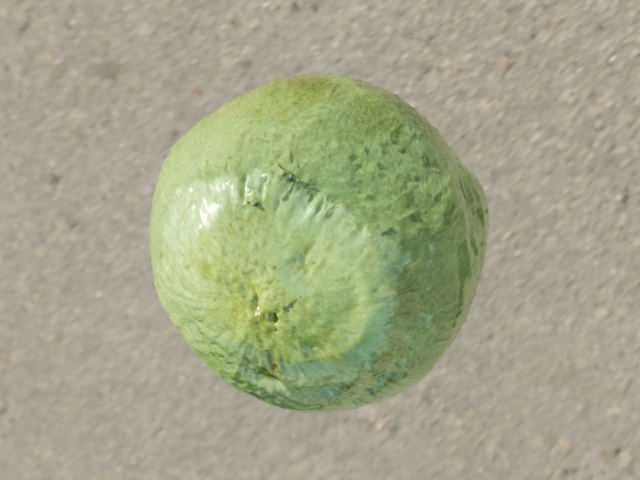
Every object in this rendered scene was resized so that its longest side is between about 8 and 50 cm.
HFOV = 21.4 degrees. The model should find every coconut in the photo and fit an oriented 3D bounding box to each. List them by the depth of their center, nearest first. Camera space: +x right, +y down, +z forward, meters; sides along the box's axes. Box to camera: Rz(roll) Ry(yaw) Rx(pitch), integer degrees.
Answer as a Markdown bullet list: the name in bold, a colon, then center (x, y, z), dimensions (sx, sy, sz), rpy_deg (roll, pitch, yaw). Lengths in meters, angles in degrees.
- **coconut**: center (0.000, 0.000, 0.433), dimensions (0.088, 0.096, 0.087), rpy_deg (2, 109, 5)
